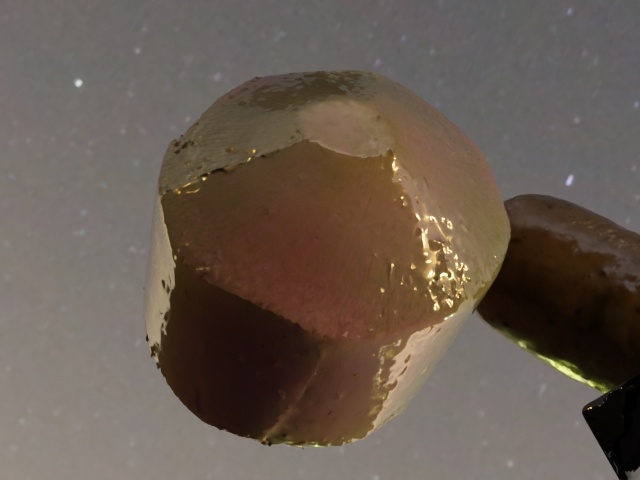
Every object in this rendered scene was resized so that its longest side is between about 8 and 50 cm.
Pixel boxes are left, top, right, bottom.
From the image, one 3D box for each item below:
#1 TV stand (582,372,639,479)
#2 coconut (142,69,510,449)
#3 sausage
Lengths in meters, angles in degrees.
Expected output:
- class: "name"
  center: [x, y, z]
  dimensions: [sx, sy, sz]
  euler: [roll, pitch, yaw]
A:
- class: "TV stand"
  center: [0.214, 0.016, 0.499]
  dimensions: [0.249, 0.042, 0.036]
  euler: [-35, -113, 20]
- class: "coconut"
  center: [0.000, 0.000, 0.911]
  dimensions: [0.233, 0.233, 0.245]
  euler: [28, -41, 5]
- class: "sausage"
  center: [0.337, 0.093, 1.016]
  dimensions: [0.501, 0.136, 0.123]
  euler: [19, -13, 12]
